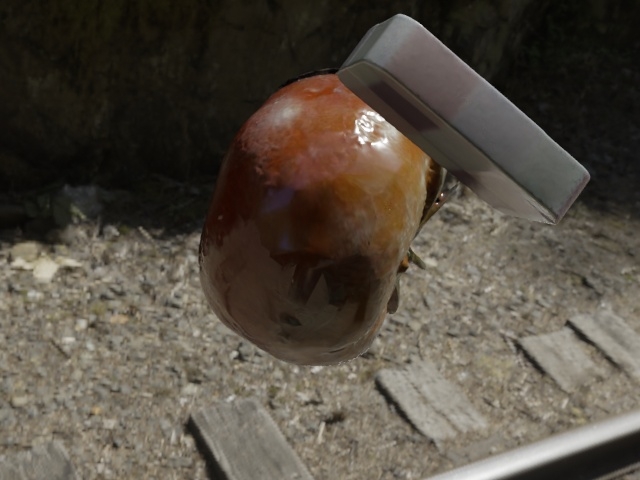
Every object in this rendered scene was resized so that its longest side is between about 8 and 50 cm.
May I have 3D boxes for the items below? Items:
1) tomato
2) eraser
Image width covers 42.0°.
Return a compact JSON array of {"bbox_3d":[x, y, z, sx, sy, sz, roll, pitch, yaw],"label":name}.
[{"bbox_3d":[0.000,0.000,0.599,0.181,0.214,0.155,16,28,0],"label":"tomato"},{"bbox_3d":[0.058,-0.049,0.351,0.105,0.026,0.065,37,-5,-14],"label":"eraser"}]
